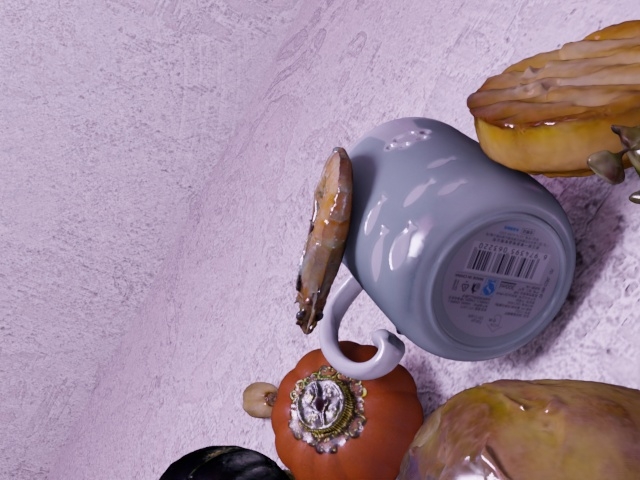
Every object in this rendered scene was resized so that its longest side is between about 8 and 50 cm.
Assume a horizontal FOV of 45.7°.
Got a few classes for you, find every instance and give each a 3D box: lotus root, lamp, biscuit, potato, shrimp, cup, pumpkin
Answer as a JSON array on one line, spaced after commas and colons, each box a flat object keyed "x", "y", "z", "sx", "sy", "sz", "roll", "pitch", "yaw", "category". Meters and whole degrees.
[{"x": -0.119, "y": 0.319, "z": 1.516, "sx": 0.150, "sy": 0.062, "sz": 0.073, "roll": -20, "pitch": 72, "yaw": 61, "category": "lotus root"}, {"x": 0.037, "y": 0.253, "z": 1.082, "sx": 0.223, "sy": 0.196, "sz": 0.223, "roll": -10, "pitch": 63, "yaw": 21, "category": "lamp"}, {"x": 0.319, "y": -0.160, "z": 0.867, "sx": 0.296, "sy": 0.102, "sz": 0.296, "roll": -17, "pitch": 24, "yaw": 8, "category": "biscuit"}, {"x": 0.206, "y": 0.243, "z": 0.673, "sx": 0.288, "sy": 0.237, "sz": 0.301, "roll": -24, "pitch": 46, "yaw": 57, "category": "potato"}, {"x": 0.002, "y": 0.000, "z": 0.993, "sx": 0.143, "sy": 0.052, "sz": 0.251, "roll": -115, "pitch": 41, "yaw": -71, "category": "shrimp"}, {"x": 0.132, "y": 0.037, "z": 0.983, "sx": 0.357, "sy": 0.259, "sz": 0.274, "roll": -50, "pitch": 27, "yaw": 6, "category": "cup"}, {"x": -0.128, "y": 0.468, "z": 1.215, "sx": 0.296, "sy": 0.295, "sz": 0.296, "roll": -47, "pitch": 29, "yaw": 36, "category": "pumpkin"}]

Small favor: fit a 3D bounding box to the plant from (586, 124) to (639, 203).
[{"x": 0.427, "y": -0.081, "z": 0.635, "sx": 0.333, "sy": 0.251, "sz": 0.180, "roll": -39, "pitch": -11, "yaw": 12, "category": "plant"}]
